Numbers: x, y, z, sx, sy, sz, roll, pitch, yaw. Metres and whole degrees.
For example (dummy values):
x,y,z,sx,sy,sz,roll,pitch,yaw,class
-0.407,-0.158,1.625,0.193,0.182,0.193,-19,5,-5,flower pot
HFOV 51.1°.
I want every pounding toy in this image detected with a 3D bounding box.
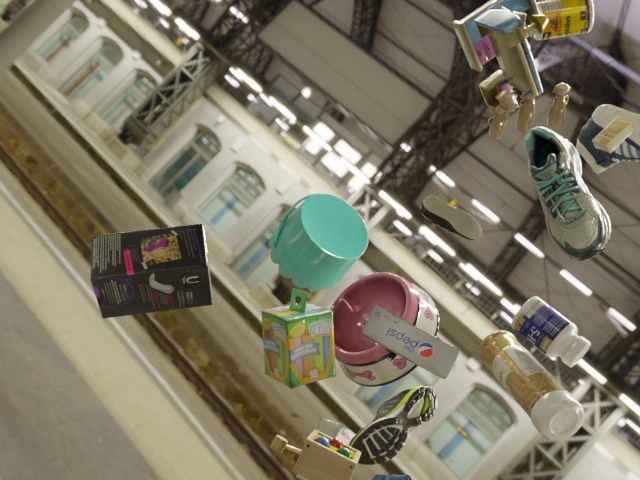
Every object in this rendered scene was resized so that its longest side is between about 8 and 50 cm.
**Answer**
x,y,z,sx,sy,sz,roll,pitch,yaw,class
-0.012,0.500,1.600,0.206,0.094,0.181,24,-2,10,pounding toy

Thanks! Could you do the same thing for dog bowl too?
x,y,z,sx,sy,sz,roll,pitch,yaw,class
0.193,0.286,2.304,0.150,0.408,0.408,48,-5,-35,dog bowl

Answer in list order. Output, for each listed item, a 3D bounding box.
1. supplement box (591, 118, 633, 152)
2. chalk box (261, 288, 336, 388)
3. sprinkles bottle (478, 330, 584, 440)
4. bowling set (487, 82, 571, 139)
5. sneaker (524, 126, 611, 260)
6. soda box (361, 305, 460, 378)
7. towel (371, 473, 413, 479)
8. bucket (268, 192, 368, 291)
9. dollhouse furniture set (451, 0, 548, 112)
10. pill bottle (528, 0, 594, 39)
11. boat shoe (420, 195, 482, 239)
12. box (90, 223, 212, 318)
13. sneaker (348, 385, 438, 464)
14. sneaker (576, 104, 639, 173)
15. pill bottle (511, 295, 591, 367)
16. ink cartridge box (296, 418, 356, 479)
x,y,z,sx,sy,sz,roll,pitch,yaw,class
0.869,-0.312,1.990,0.036,0.098,0.062,49,-4,-32,supplement box
-0.055,0.225,1.609,0.132,0.132,0.213,9,-74,57,chalk box
0.547,0.373,1.769,0.121,0.121,0.355,46,6,-25,sprinkles bottle
0.646,-0.456,2.200,0.200,0.287,0.154,-120,-159,-50,bowling set
0.437,-0.091,1.238,0.122,0.110,0.283,29,40,-41,sneaker
0.271,0.309,2.021,0.286,0.098,0.091,27,-9,12,soda box
0.168,0.599,1.627,0.119,0.067,0.029,-15,-65,42,towel
0.000,0.000,2.062,0.281,0.281,0.183,44,-47,1,bucket
0.503,-0.452,1.599,0.286,0.198,0.303,57,1,-30,dollhouse furniture set
0.752,-0.709,2.142,0.117,0.215,0.117,-6,90,-81,pill bottle
0.244,-0.036,1.259,0.125,0.046,0.038,31,-31,8,boat shoe
-0.409,0.074,1.636,0.165,0.270,0.143,95,-15,-49,box
0.187,0.504,1.822,0.111,0.300,0.121,62,-29,-2,sneaker
1.022,-0.299,2.237,0.323,0.130,0.236,29,-32,16,sneaker
0.617,0.246,1.787,0.187,0.112,0.112,41,-5,31,pill bottle
0.028,0.600,1.837,0.072,0.175,0.127,4,-34,42,ink cartridge box
